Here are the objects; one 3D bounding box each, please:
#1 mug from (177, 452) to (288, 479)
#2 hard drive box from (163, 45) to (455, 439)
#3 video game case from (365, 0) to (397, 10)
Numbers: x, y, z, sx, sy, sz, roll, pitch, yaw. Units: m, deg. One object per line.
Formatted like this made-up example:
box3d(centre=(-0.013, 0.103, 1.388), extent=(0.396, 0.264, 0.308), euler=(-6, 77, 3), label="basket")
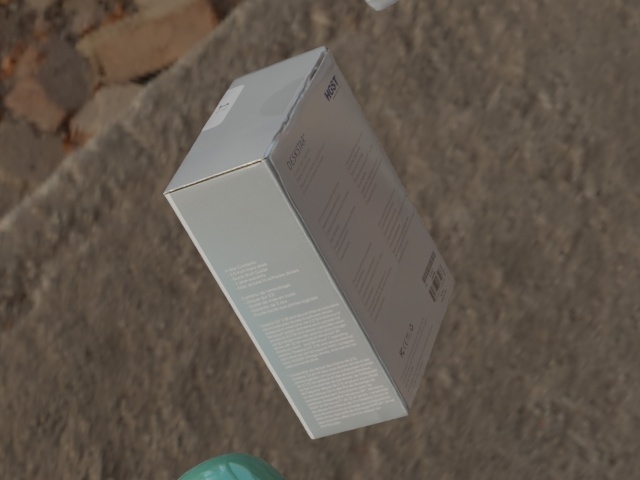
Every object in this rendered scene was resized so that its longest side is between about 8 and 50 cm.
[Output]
box3d(centre=(-0.088, 0.245, 1.438), extent=(0.158, 0.129, 0.097), euler=(1, 33, -47), label="mug")
box3d(centre=(0.000, 0.000, 1.287), extent=(0.232, 0.089, 0.181), euler=(61, 28, -22), label="hard drive box")
box3d(centre=(0.070, -0.219, 0.727), extent=(0.212, 0.023, 0.193), euler=(-32, 57, 4), label="video game case")
